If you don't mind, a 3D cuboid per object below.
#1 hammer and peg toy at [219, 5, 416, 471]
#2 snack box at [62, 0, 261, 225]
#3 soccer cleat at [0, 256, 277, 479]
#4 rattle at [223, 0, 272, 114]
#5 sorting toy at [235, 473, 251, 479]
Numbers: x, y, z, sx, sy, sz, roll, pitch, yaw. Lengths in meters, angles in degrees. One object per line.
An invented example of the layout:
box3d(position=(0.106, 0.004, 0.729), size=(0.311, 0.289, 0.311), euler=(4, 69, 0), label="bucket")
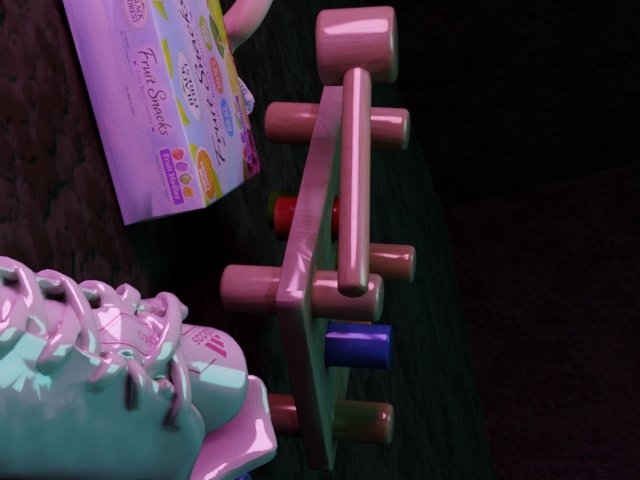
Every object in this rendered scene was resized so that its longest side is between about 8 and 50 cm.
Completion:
box3d(position=(0.000, 0.000, 0.939), size=(0.361, 0.127, 0.266), euler=(82, 16, -50), label="hammer and peg toy")
box3d(position=(-0.115, -0.116, 0.887), size=(0.207, 0.070, 0.175), euler=(-51, 128, -75), label="snack box")
box3d(position=(-0.116, 0.047, 0.478), size=(0.331, 0.143, 0.116), euler=(52, 26, -65), label="soccer cleat")
box3d(position=(-0.117, -0.208, 1.004), size=(0.142, 0.130, 0.200), euler=(38, 65, -56), label="rattle")
box3d(position=(-0.081, 0.175, 0.797), size=(0.061, 0.042, 0.102), euler=(4, 84, -63), label="sorting toy")
